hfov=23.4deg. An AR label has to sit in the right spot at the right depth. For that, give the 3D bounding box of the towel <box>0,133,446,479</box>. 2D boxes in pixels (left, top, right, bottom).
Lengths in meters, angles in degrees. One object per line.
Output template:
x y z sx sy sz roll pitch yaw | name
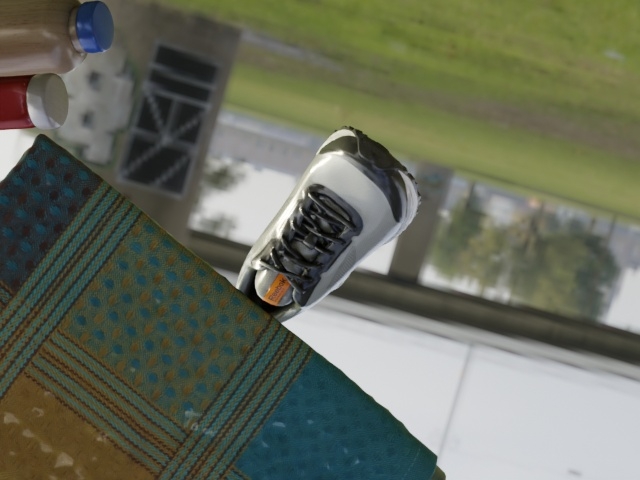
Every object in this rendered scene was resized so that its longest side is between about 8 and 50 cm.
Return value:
-0.126 0.146 1.034 0.370 0.271 0.040 40 169 -8 | towel

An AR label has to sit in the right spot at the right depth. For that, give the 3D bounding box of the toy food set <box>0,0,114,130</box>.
-0.164 -0.101 0.670 0.104 0.111 0.232 -1 -172 18 | toy food set

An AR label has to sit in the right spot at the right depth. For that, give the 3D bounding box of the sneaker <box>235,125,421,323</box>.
0.000 0.000 1.341 0.100 0.108 0.271 40 144 2 | sneaker
